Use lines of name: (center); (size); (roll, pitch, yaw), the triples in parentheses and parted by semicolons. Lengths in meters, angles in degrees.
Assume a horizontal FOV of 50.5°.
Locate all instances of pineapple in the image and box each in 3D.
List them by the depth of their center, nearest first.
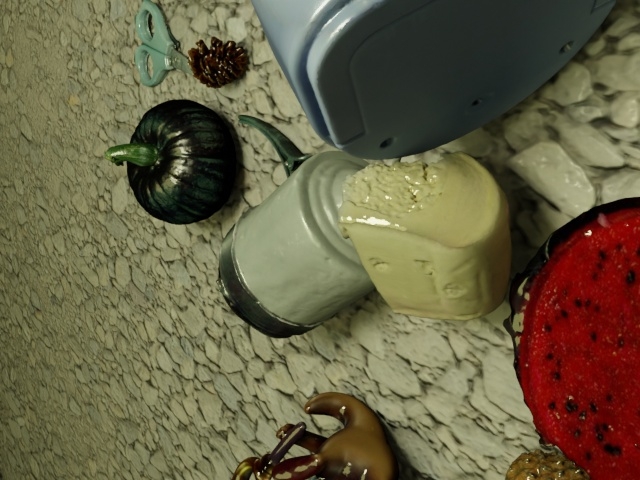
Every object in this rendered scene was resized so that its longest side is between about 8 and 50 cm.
pineapple: (0.340, 0.309, 0.773); (0.251, 0.125, 0.125); (0, 97, 45)

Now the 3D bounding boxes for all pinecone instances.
pinecone: (-0.190, -0.333, 1.278); (0.110, 0.102, 0.102); (9, 106, 20)

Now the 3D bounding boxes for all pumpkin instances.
pumpkin: (-0.294, -0.152, 1.311); (0.248, 0.248, 0.247); (12, 107, 48)

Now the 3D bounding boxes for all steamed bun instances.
steamed bun: (0.142, -0.006, 0.858); (0.200, 0.170, 0.225); (6, 145, 20)

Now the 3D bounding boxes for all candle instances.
candle: (0.000, 0.000, 1.019); (0.343, 0.221, 0.221); (-38, 68, 46)

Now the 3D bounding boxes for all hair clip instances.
hair clip: (-0.085, -0.181, 1.228); (0.229, 0.039, 0.070); (49, 130, 38)

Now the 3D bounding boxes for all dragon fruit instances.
dragon fruit: (0.325, 0.095, 0.746); (0.282, 0.100, 0.343); (45, 130, 53)

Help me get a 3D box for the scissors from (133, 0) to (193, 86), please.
scissors: (-0.307, -0.386, 1.446); (0.360, 0.030, 0.191); (33, 125, 38)

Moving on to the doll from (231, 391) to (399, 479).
doll: (0.001, 0.426, 1.109); (0.318, 0.209, 0.339); (48, 132, 36)

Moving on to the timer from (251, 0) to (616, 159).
timer: (0.127, -0.248, 0.728); (0.395, 0.395, 0.173); (-49, 61, 42)
